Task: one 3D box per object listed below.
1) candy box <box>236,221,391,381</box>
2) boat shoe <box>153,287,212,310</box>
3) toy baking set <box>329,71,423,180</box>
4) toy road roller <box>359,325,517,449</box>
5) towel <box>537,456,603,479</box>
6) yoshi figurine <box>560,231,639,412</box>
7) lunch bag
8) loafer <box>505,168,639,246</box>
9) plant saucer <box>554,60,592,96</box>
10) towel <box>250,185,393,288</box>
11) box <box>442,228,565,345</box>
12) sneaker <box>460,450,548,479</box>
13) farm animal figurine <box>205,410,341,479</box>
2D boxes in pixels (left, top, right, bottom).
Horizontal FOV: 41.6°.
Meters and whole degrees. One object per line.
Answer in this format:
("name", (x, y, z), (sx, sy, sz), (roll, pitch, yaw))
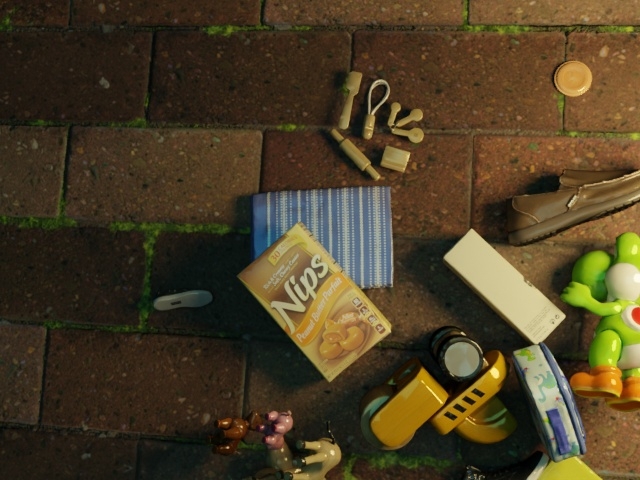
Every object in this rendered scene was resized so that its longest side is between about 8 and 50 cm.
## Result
("candy box", (-0.012, 0.135, 1.880), (0.183, 0.087, 0.316), (-41, 90, 6))
("boat shoe", (-0.325, 0.131, 1.984), (0.142, 0.049, 0.040), (-8, 43, 3))
("toy baking set", (0.126, -0.268, 1.974), (0.256, 0.030, 0.196), (43, 88, 11))
("toy road roller", (0.263, 0.353, 1.788), (0.330, 0.202, 0.240), (-40, 90, 2))
("towel", (0.575, 0.554, 1.789), (0.237, 0.021, 0.102), (42, 86, 7))
("yoshi figurine", (0.601, 0.162, 1.761), (0.203, 0.203, 0.362), (8, 69, 14))
("lunch bag", (0.472, 0.335, 1.732), (0.090, 0.176, 0.218), (-20, 117, 8))
("loafer", (0.567, -0.105, 1.826), (0.366, 0.134, 0.130), (-21, 80, 6))
("plant saucer", (0.576, -0.370, 1.921), (0.084, 0.013, 0.083), (-1, 82, 9))
("towel", (0.000, 0.000, 1.959), (0.336, 0.040, 0.243), (-3, 81, 7))
("box", (0.397, 0.104, 1.840), (0.094, 0.113, 0.275), (-45, 80, 1))
("sneaker", (0.376, 0.506, 1.805), (0.121, 0.079, 0.217), (43, 92, 10))
("farm animal figurine", (-0.094, 0.517, 1.818), (0.330, 0.172, 0.326), (6, 86, 46))
